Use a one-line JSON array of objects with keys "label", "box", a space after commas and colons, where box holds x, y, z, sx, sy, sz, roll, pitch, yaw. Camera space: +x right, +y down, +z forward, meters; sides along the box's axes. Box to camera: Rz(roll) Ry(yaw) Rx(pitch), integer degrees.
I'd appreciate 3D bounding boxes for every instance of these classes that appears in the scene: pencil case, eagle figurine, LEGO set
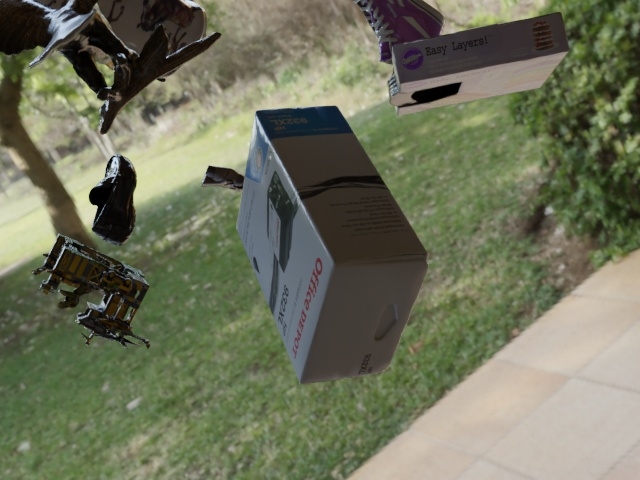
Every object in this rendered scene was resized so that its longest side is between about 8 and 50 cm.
[{"label": "pencil case", "box": [-0.403, -0.411, 1.478, 0.184, 0.410, 0.159, -1, 75, 47]}, {"label": "eagle figurine", "box": [-0.309, -0.284, 1.090, 0.226, 0.298, 0.225, -27, -17, -35]}, {"label": "LEGO set", "box": [-0.505, 0.127, 1.883, 0.331, 0.255, 0.192, 22, 85, 62]}]

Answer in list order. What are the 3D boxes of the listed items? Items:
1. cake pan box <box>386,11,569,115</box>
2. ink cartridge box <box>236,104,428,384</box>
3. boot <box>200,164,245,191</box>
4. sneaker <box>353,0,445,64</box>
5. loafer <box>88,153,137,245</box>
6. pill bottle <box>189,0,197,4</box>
[{"label": "cake pan box", "box": [0.235, -0.273, 1.382, 0.267, 0.070, 0.246, -10, -6, 2]}, {"label": "ink cartridge box", "box": [0.000, 0.000, 1.158, 0.129, 0.223, 0.307, -5, 44, -23]}, {"label": "boot", "box": [-0.203, -0.124, 1.838, 0.118, 0.087, 0.042, 142, 146, -72]}, {"label": "sneaker", "box": [0.138, -0.489, 1.941, 0.161, 0.282, 0.102, -65, 15, -10]}, {"label": "loafer", "box": [-0.385, -0.086, 1.610, 0.076, 0.078, 0.223, -47, 36, 31]}, {"label": "pill bottle", "box": [-0.401, -0.640, 2.251, 0.121, 0.221, 0.121, -23, 19, 9]}]
